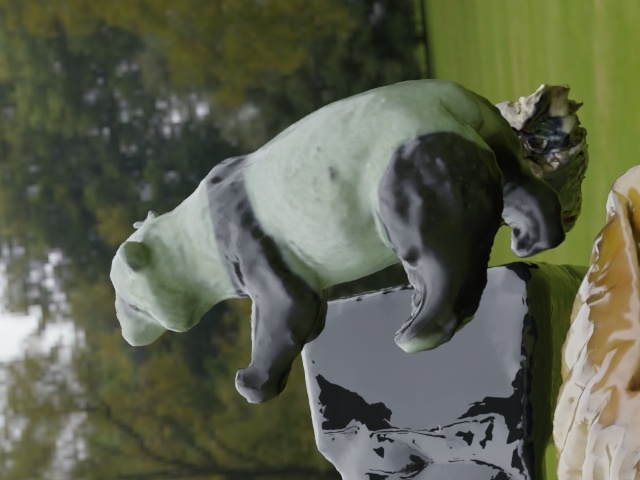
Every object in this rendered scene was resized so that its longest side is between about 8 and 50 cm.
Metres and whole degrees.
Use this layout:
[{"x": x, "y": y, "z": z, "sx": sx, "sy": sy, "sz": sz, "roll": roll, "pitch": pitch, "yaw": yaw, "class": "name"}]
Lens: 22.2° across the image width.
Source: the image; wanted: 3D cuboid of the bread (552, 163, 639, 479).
[{"x": 0.226, "y": 0.068, "z": 0.768, "sx": 0.149, "sy": 0.274, "sz": 0.274, "roll": 40, "pitch": -143, "yaw": -49, "class": "bread"}]

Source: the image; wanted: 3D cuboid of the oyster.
[{"x": 0.138, "y": -0.041, "z": 1.034, "sx": 0.051, "sy": 0.103, "sz": 0.148, "roll": 56, "pitch": -168, "yaw": 27, "class": "oyster"}]

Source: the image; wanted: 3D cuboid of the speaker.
[{"x": 0.129, "y": 0.120, "z": 1.163, "sx": 0.388, "sy": 0.180, "sz": 0.184, "roll": 5, "pitch": -105, "yaw": -65, "class": "speaker"}]

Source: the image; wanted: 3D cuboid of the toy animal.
[{"x": 0.000, "y": 0.000, "z": 0.812, "sx": 0.121, "sy": 0.225, "sz": 0.094, "roll": 62, "pitch": -159, "yaw": -16, "class": "toy animal"}]
